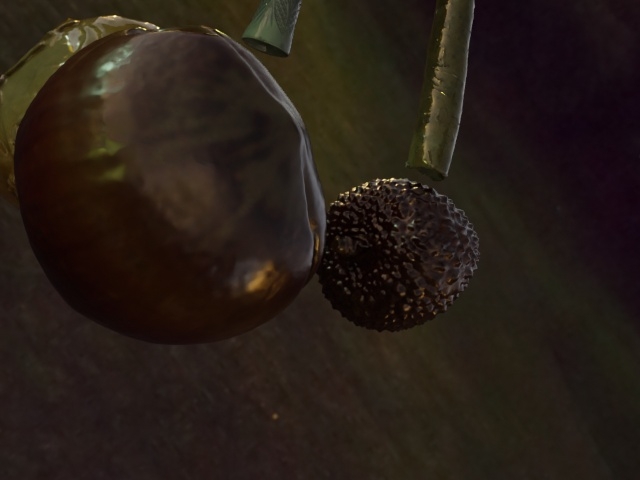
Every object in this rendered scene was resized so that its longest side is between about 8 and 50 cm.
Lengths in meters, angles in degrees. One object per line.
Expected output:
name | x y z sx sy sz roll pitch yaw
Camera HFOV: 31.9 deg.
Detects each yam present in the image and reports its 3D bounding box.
yam | 0.217 -0.278 1.962 0.083 0.083 0.371 41 56 -51

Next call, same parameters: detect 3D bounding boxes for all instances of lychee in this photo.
lychee | 0.129 0.028 1.918 0.304 0.276 0.276 6 44 -47

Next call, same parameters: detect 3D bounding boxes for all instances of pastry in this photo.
pastry | -0.374 -0.188 1.890 0.245 0.409 0.409 56 10 25

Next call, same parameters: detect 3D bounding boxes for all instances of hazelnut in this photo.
hazelnut | -0.206 -0.066 1.474 0.402 0.402 0.429 -64 133 -79

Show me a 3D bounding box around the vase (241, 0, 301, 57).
vase | -0.067 -0.464 2.109 0.096 0.219 0.096 20 -3 1
